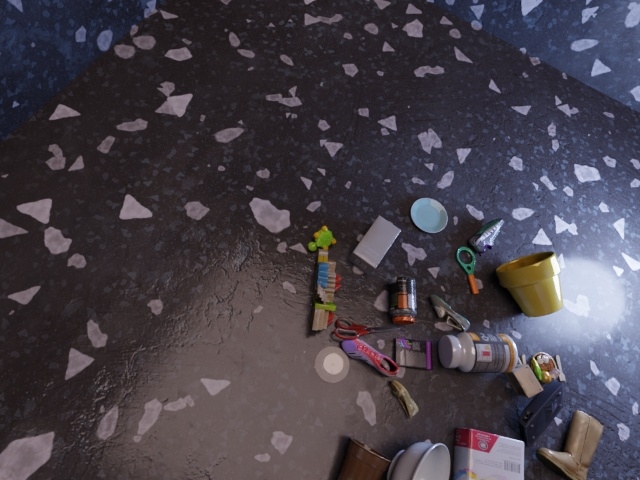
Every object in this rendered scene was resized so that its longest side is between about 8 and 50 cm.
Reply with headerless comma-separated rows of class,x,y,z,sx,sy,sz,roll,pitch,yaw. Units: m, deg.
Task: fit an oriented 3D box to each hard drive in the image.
hard drive,0.890,0.694,1.616,0.255,0.054,0.171,-35,123,-20

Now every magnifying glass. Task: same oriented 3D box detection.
magnifying glass,0.695,0.139,1.874,0.092,0.026,0.230,-4,69,-13

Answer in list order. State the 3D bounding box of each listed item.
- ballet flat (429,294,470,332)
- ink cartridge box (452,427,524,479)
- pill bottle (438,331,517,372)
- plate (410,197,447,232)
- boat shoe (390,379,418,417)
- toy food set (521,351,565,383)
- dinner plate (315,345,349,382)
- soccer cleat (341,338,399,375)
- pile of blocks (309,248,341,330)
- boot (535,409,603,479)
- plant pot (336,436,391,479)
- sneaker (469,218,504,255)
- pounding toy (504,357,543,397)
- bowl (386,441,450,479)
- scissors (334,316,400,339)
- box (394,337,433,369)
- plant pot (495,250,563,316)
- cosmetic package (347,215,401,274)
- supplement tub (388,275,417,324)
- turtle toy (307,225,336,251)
ballet flat,0.553,0.324,1.744,0.213,0.072,0.068,39,70,6
ink cartridge box,0.619,0.884,1.490,0.226,0.131,0.305,17,67,-4
pill bottle,0.646,0.462,1.655,0.279,0.162,0.162,5,67,-9
plate,0.526,-0.120,1.949,0.189,0.024,0.188,4,66,-9
boat shoe,0.325,0.624,1.583,0.048,0.056,0.153,-32,84,-26
toy food set,0.983,0.555,1.748,0.192,0.038,0.132,2,67,-10
dinner plate,0.049,0.495,1.604,0.142,0.017,0.141,3,68,-9
soccer cleat,0.201,0.461,1.604,0.248,0.095,0.083,32,66,3
pile of blocks,0.033,0.199,1.651,0.113,0.149,0.361,8,66,-7
boot,1.009,0.815,1.625,0.236,0.089,0.269,39,66,-5
plant pot,0.142,0.817,1.417,0.167,0.167,0.165,28,74,1
sneaker,0.819,-0.017,1.948,0.224,0.083,0.098,-35,99,-17
pounding toy,0.846,0.568,1.675,0.100,0.141,0.130,-26,74,-4
bowl,0.330,0.843,1.417,0.298,0.134,0.297,-8,101,-44
scissors,0.199,0.380,1.660,0.298,0.021,0.109,12,35,-9
box,0.387,0.473,1.672,0.162,0.029,0.115,9,65,-8
plant pot,0.955,0.202,1.791,0.254,0.254,0.238,-21,88,-18
cosmetic package,0.242,0.019,1.795,0.127,0.107,0.238,37,63,6
supplement tub,0.350,0.256,1.707,0.117,0.117,0.190,6,67,-8
turtle toy,0.000,0.000,1.771,0.130,0.066,0.095,-39,103,-20
